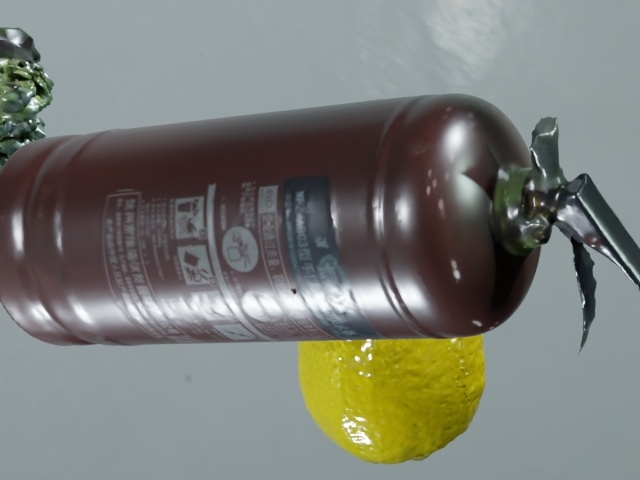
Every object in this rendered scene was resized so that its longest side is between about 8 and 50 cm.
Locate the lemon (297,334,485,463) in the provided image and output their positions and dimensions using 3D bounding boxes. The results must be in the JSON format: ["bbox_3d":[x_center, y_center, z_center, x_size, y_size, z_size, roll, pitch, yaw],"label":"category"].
[{"bbox_3d":[0.065,0.105,1.575,0.180,0.180,0.193,8,124,-17],"label":"lemon"}]

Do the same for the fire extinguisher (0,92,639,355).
[{"bbox_3d":[0.000,0.000,0.843,0.114,0.337,0.135,-49,126,-46],"label":"fire extinguisher"}]

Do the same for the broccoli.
[{"bbox_3d":[-0.371,-0.126,1.396,0.304,0.145,0.165,23,136,-19],"label":"broccoli"}]
